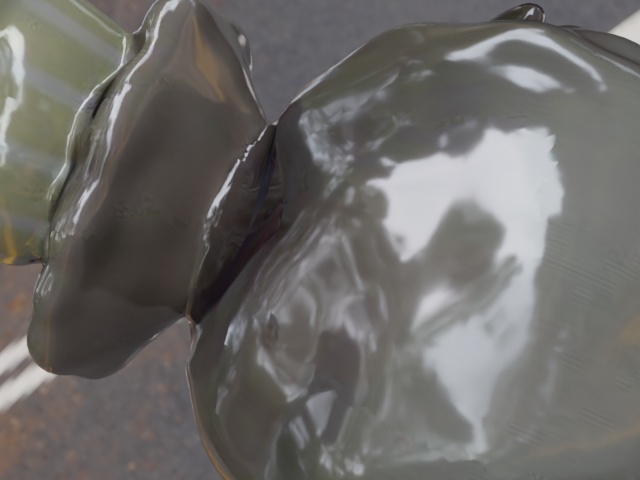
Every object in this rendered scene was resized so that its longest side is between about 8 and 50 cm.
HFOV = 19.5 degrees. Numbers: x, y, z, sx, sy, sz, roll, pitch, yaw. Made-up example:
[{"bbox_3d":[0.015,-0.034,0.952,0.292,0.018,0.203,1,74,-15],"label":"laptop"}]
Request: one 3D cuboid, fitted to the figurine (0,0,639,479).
[{"bbox_3d":[-0.001,0.000,0.674,0.203,0.381,0.248,116,177,-85],"label":"figurine"}]
